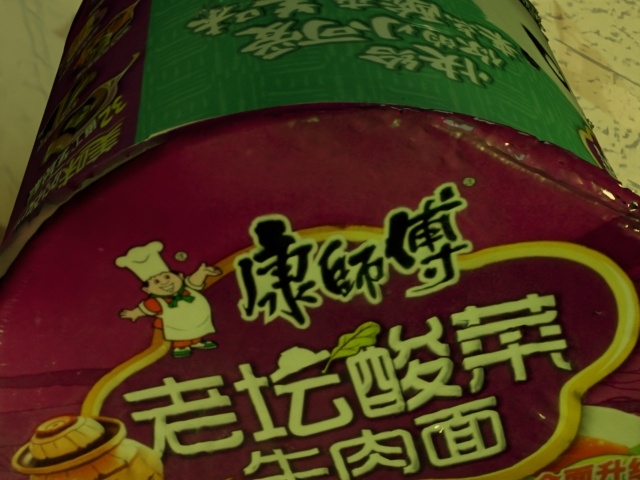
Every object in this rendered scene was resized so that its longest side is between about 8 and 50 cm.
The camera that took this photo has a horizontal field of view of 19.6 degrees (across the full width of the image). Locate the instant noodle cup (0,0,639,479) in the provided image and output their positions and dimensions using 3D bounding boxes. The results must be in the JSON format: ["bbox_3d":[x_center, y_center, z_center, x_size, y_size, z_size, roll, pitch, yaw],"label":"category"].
[{"bbox_3d":[0.000,0.000,0.661,0.251,0.251,0.190,24,33,-21],"label":"instant noodle cup"}]
